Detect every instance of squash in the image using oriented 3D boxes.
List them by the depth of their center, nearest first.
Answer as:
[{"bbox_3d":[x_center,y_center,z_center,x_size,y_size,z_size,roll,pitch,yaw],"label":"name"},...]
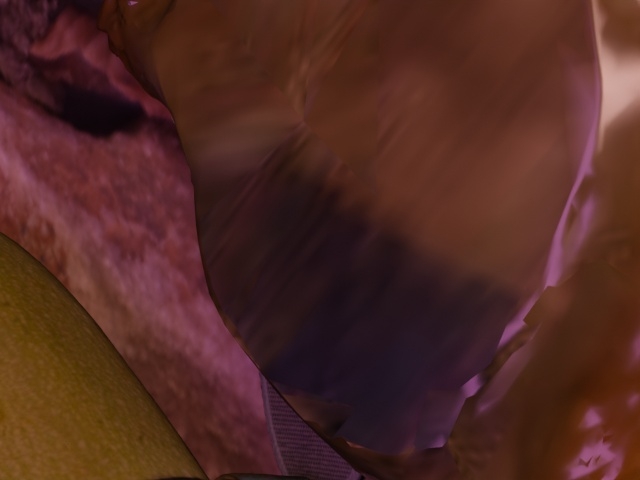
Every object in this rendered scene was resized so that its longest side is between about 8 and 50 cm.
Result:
[{"bbox_3d":[-0.159,0.073,0.828,0.247,0.132,0.132,50,123,30],"label":"squash"}]

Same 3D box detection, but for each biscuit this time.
[{"bbox_3d":[0.027,-0.045,0.682,0.335,0.078,0.329,11,95,39],"label":"biscuit"}]

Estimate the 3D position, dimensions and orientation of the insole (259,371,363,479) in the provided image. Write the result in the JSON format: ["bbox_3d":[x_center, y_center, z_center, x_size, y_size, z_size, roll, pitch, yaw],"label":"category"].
[{"bbox_3d":[0.000,0.000,0.759,0.080,0.003,0.232,0,92,43],"label":"insole"}]

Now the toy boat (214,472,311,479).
[{"bbox_3d":[0.009,0.174,0.708,0.185,0.077,0.075,45,123,30],"label":"toy boat"}]
